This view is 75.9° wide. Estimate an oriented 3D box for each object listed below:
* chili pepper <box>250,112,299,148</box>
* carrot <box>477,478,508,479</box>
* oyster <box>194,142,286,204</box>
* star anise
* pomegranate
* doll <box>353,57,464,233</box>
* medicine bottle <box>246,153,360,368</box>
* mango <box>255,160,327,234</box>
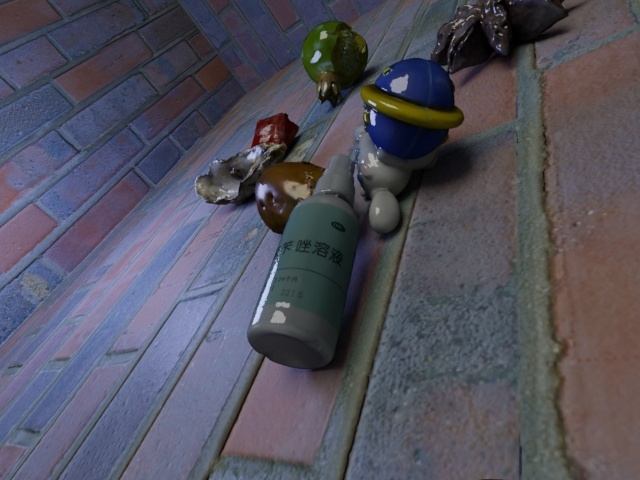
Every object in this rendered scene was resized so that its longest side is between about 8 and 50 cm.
[{"bbox_3d":[-0.160,-0.298,1.319,0.144,0.136,0.253,11,52,-1],"label":"chili pepper"},{"bbox_3d":[0.194,0.169,0.195,0.336,0.069,0.069,-12,37,36],"label":"carrot"},{"bbox_3d":[-0.223,-0.189,1.189,0.341,0.110,0.166,-30,61,21],"label":"oyster"},{"bbox_3d":[0.385,-0.483,0.896,0.331,0.117,0.332,-28,34,21],"label":"star anise"},{"bbox_3d":[0.041,-0.600,1.418,0.236,0.236,0.302,-4,70,48],"label":"pomegranate"},{"bbox_3d":[0.137,-0.187,0.709,0.159,0.243,0.311,-4,28,-6],"label":"doll"},{"bbox_3d":[0.000,0.000,0.595,0.110,0.110,0.352,-18,40,35],"label":"medicine bottle"},{"bbox_3d":[-0.047,-0.077,0.801,0.248,0.151,0.156,29,102,55],"label":"mango"}]
